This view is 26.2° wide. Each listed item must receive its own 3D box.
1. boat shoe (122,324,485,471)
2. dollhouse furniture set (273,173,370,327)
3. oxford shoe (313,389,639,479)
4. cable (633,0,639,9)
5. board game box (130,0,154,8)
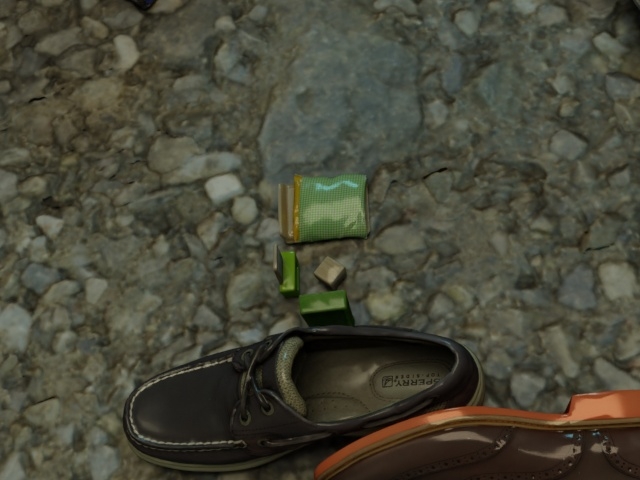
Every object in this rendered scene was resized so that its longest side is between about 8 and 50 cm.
[{"bbox_3d":[-0.019,0.111,1.049,0.285,0.092,0.103,-6,63,9],"label":"boat shoe"},{"bbox_3d":[0.000,0.000,1.120,0.076,0.058,0.152,-6,63,8],"label":"dollhouse furniture set"},{"bbox_3d":[0.130,0.173,0.989,0.271,0.097,0.098,-9,68,7],"label":"oxford shoe"},{"bbox_3d":[0.365,-0.263,1.137,0.257,0.089,0.257,-25,69,-17],"label":"cable"},{"bbox_3d":[-0.228,-0.397,1.320,0.291,0.141,0.232,30,73,23],"label":"board game box"}]
